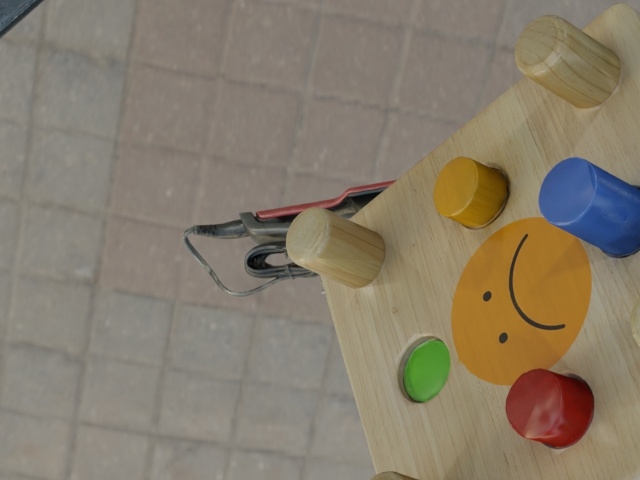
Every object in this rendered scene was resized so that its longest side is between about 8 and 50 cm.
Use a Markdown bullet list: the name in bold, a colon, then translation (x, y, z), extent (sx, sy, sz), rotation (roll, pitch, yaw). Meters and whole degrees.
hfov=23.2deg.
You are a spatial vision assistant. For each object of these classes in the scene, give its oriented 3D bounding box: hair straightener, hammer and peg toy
- **hair straightener**: translation (0.000, 0.000, 1.184), extent (0.230, 0.089, 0.047), rotation (-4, 140, 18)
- **hammer and peg toy**: translation (0.133, 0.072, 0.809), extent (0.127, 0.361, 0.266), rotation (24, 127, -40)

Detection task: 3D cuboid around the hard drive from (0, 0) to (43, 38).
- **hard drive**: translation (-0.144, -0.154, 0.707), extent (0.135, 0.022, 0.094), rotation (-43, 129, -10)
